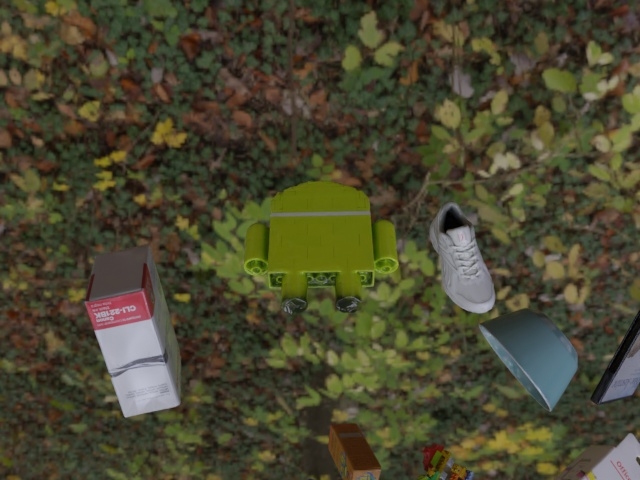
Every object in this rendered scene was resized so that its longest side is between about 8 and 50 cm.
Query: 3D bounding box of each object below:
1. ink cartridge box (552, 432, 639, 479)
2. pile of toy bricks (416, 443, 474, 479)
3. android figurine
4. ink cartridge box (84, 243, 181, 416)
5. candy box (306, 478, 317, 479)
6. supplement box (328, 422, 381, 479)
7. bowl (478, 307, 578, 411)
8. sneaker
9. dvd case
[{"bbox_3d":[0.435,0.401,1.141,0.198,0.115,0.067,-33,178,-21],"label":"ink cartridge box"},{"bbox_3d":[0.214,0.504,1.450,0.105,0.212,0.118,47,155,-27],"label":"pile of toy bricks"},{"bbox_3d":[0.000,0.000,1.189,0.248,0.273,0.056,-3,137,-1],"label":"android figurine"},{"bbox_3d":[-0.360,0.176,1.440,0.114,0.273,0.197,-13,-153,-4],"label":"ink cartridge box"},{"bbox_3d":[0.065,0.645,1.450,0.122,0.268,0.317,-36,136,23],"label":"candy box"},{"bbox_3d":[0.084,0.552,1.860,0.080,0.078,0.233,2,-167,-16],"label":"supplement box"},{"bbox_3d":[0.614,0.315,2.099,0.163,0.311,0.311,-39,158,0],"label":"bowl"},{"bbox_3d":[0.265,0.027,1.386,0.090,0.232,0.115,-19,150,-4],"label":"sneaker"},{"bbox_3d":[0.600,0.189,1.362,0.180,0.253,0.022,6,-157,-49],"label":"dvd case"}]
